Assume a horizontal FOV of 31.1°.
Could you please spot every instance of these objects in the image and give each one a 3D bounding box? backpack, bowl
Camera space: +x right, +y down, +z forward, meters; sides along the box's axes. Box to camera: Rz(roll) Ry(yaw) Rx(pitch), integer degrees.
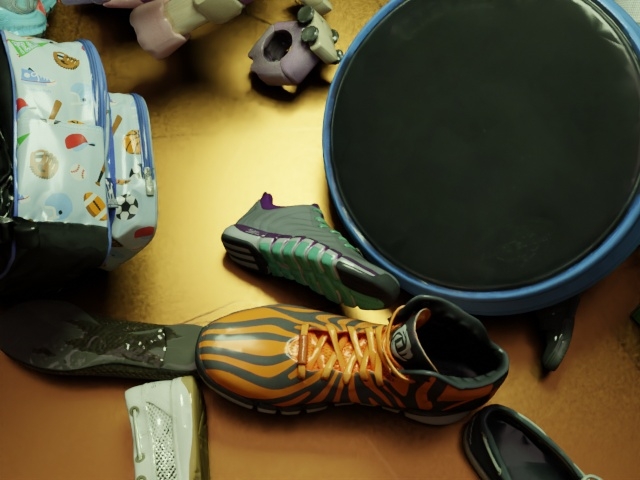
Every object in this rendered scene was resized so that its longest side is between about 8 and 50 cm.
[{"bbox_3d":[-0.288,-0.083,1.203,0.213,0.276,0.263,-4,79,-33],"label":"backpack"},{"bbox_3d":[0.183,-0.114,1.247,0.391,0.077,0.391,-2,85,19],"label":"bowl"}]

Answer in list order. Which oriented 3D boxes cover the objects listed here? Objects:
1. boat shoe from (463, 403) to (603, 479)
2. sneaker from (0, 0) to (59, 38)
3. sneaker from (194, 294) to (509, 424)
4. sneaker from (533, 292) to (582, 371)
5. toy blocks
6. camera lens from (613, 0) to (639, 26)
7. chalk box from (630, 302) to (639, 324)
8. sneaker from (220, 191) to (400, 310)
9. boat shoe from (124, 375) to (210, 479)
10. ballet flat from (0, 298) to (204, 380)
[{"bbox_3d":[0.249,0.273,1.187,0.095,0.079,0.254,-32,74,-14],"label":"boat shoe"},{"bbox_3d":[-0.355,-0.310,1.309,0.104,0.125,0.262,-9,27,-12],"label":"sneaker"},{"bbox_3d":[0.039,0.105,1.164,0.321,0.180,0.124,5,68,-11],"label":"sneaker"},{"bbox_3d":[0.246,0.058,1.287,0.089,0.051,0.170,19,65,5],"label":"sneaker"},{"bbox_3d":[-0.179,-0.325,1.354,0.260,0.309,0.288,-26,55,22],"label":"toy blocks"},{"bbox_3d":[0.456,-0.301,1.306,0.219,0.219,0.274,16,94,4],"label":"camera lens"},{"bbox_3d":[0.438,0.064,1.248,0.132,0.132,0.213,-40,75,-16],"label":"chalk box"},{"bbox_3d":[0.000,0.000,1.253,0.224,0.083,0.098,19,60,28],"label":"sneaker"},{"bbox_3d":[-0.162,0.278,1.164,0.096,0.098,0.277,-6,66,3],"label":"boat shoe"},{"bbox_3d":[-0.229,0.114,1.246,0.250,0.058,0.084,4,67,4],"label":"ballet flat"}]
